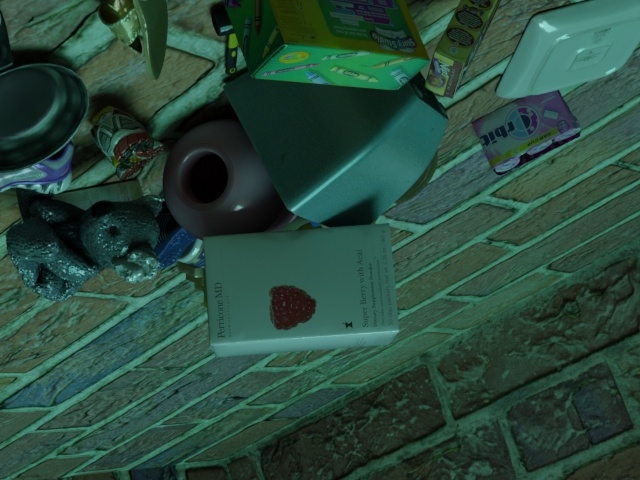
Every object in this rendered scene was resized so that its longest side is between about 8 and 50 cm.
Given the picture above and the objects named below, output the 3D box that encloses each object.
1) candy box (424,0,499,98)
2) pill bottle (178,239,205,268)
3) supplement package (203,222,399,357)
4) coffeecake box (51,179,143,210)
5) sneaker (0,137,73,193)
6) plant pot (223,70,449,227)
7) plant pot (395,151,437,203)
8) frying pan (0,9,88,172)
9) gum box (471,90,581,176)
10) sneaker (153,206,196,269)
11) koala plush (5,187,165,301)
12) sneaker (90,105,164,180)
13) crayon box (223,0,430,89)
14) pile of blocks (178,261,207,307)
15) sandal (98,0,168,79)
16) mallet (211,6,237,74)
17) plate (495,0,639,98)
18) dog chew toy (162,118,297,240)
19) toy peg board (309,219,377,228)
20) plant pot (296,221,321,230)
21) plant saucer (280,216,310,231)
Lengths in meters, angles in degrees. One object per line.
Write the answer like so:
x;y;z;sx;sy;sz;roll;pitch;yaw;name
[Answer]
0.221;-0.319;1.829;0.053;0.187;0.109;24;159;6;candy box
-0.197;0.013;2.351;0.169;0.094;0.094;17;140;-40;pill bottle
-0.033;0.083;1.939;0.293;0.177;0.175;-5;169;-3;supplement package
-0.406;-0.031;2.112;0.185;0.068;0.142;-12;160;-22;coffeecake box
-0.463;-0.122;1.790;0.236;0.095;0.104;-11;152;-40;sneaker
0.049;-0.191;1.910;0.252;0.247;0.248;-36;157;16;plant pot
0.130;-0.145;2.163;0.237;0.110;0.237;-30;146;-23;plant pot
-0.437;-0.198;1.626;0.197;0.053;0.326;-38;150;2;frying pan
0.405;-0.218;2.373;0.188;0.107;0.062;-27;160;16;gum box
-0.266;-0.032;2.214;0.081;0.090;0.232;-7;157;-43;sneaker
-0.355;-0.005;1.922;0.221;0.196;0.203;-8;136;3;koala plush
-0.301;-0.157;1.876;0.088;0.093;0.225;-38;178;-9;sneaker
0.006;-0.301;1.654;0.278;0.165;0.081;-1;153;-43;crayon box
-0.134;0.114;2.456;0.362;0.112;0.149;7;-168;33;pile of blocks
-0.248;-0.303;1.566;0.079;0.088;0.240;11;151;3;sandal
-0.118;-0.290;1.765;0.062;0.039;0.190;-21;166;-5;mallet
0.476;-0.347;2.195;0.277;0.045;0.278;-15;160;-13;plate
-0.126;-0.091;2.060;0.206;0.206;0.332;-27;168;17;dog chew toy
0.022;-0.063;2.271;0.079;0.161;0.160;-9;-144;38;toy peg board
0.000;0.000;2.454;0.081;0.081;0.083;-7;152;-32;plant pot
-0.016;-0.051;2.486;0.310;0.050;0.310;-19;161;-7;plant saucer
